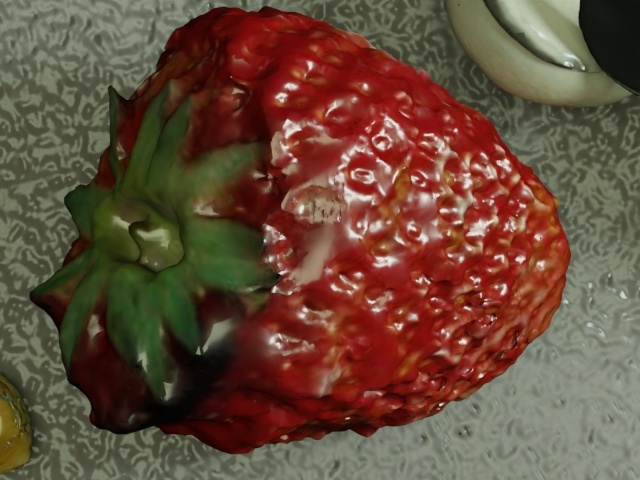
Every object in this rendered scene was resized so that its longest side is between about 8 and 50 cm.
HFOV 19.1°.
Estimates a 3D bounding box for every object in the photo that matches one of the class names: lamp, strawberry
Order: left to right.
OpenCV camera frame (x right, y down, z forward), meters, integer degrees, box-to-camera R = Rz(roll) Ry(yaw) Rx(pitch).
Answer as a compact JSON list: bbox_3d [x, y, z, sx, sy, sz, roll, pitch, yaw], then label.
[{"bbox_3d":[-0.014,-0.003,1.253,0.292,0.310,0.291,-2,86,33],"label":"strawberry"},{"bbox_3d":[0.288,-0.262,1.225,0.130,0.108,0.371,31,71,8],"label":"lamp"}]

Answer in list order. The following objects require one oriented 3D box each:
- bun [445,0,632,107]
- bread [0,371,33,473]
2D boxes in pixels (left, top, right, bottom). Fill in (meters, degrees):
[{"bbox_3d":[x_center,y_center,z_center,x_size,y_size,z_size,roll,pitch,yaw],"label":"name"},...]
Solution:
[{"bbox_3d":[0.162,-0.166,1.287,0.173,0.120,0.172,5,73,-15],"label":"bun"},{"bbox_3d":[-0.258,0.140,1.350,0.106,0.053,0.072,-21,86,9],"label":"bread"}]
